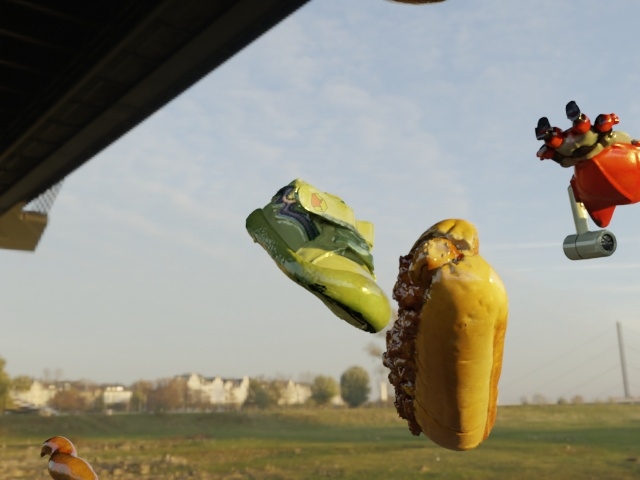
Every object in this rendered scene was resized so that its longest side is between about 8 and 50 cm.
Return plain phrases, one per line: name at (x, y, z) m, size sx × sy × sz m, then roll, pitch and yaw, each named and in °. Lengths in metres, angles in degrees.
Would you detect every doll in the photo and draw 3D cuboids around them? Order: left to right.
doll at (0.264, -0.069, 0.672) m, size 0.169 × 0.057 × 0.109 m, roll 22°, pitch -43°, yaw -39°

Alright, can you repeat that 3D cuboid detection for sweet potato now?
sweet potato at (-0.432, 0.382, 1.246) m, size 0.058 × 0.055 × 0.202 m, roll 26°, pitch -7°, yaw -41°

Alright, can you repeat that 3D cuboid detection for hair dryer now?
hair dryer at (0.444, -0.036, 1.232) m, size 0.047 × 0.137 × 0.082 m, roll -9°, pitch -4°, yaw -25°

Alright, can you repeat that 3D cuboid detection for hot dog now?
hot dog at (0.086, 0.084, 0.533) m, size 0.076 × 0.102 × 0.249 m, roll -18°, pitch -37°, yaw -6°

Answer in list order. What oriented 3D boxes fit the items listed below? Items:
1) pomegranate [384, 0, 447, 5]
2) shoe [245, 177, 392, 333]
pomegranate at (0.125, -0.394, 0.929) m, size 0.191 × 0.191 × 0.191 m, roll -1°, pitch -14°, yaw 0°
shoe at (-0.005, 0.006, 0.883) m, size 0.140 × 0.128 × 0.262 m, roll 25°, pitch 6°, yaw -37°
